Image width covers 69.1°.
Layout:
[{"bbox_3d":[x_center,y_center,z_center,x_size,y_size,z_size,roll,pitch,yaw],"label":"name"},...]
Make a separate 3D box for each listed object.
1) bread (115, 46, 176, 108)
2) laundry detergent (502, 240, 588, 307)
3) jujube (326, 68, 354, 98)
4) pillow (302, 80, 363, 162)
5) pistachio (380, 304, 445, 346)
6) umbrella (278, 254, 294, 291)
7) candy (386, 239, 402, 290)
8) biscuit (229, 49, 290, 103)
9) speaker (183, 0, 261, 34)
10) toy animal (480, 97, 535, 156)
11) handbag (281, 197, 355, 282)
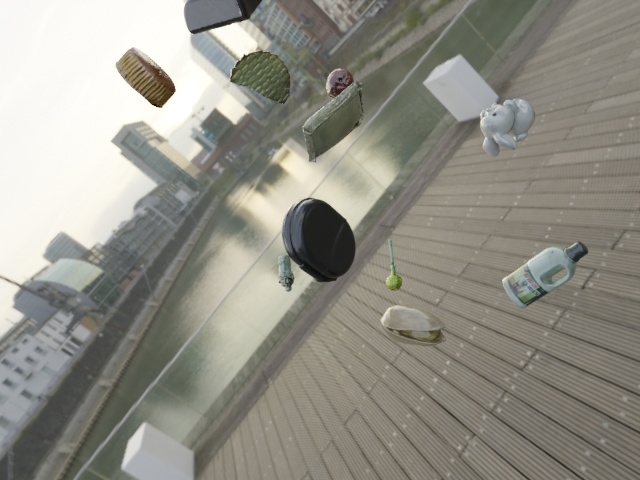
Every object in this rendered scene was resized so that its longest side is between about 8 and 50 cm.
[{"bbox_3d":[-0.573,-0.545,1.547,0.104,0.199,0.199,-42,16,10],"label":"bread"},{"bbox_3d":[0.586,0.080,1.203,0.225,0.070,0.099,-47,45,38],"label":"laundry detergent"},{"bbox_3d":[0.052,-0.432,1.298,0.077,0.077,0.129,-51,8,-4],"label":"jujube"},{"bbox_3d":[0.035,-0.289,1.130,0.053,0.119,0.208,30,63,33],"label":"pillow"},{"bbox_3d":[0.297,0.278,1.499,0.223,0.126,0.152,7,15,37],"label":"pistachio"},{"bbox_3d":[-0.133,0.127,1.781,0.062,0.143,0.067,-17,-15,21],"label":"umbrella"},{"bbox_3d":[0.359,0.123,2.305,0.077,0.261,0.073,-16,13,-36],"label":"candy"},{"bbox_3d":[-0.240,-0.714,1.993,0.187,0.274,0.036,-61,31,16],"label":"biscuit"},{"bbox_3d":[-0.374,-0.918,1.718,0.389,0.184,0.180,7,60,38],"label":"speaker"},{"bbox_3d":[0.670,-0.414,1.672,0.193,0.178,0.127,-34,17,-23],"label":"toy animal"},{"bbox_3d":[0.001,0.000,1.547,0.093,0.308,0.253,-12,50,42],"label":"handbag"}]
